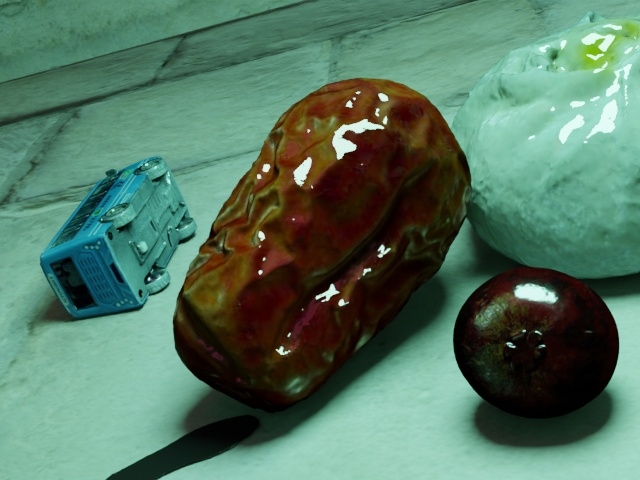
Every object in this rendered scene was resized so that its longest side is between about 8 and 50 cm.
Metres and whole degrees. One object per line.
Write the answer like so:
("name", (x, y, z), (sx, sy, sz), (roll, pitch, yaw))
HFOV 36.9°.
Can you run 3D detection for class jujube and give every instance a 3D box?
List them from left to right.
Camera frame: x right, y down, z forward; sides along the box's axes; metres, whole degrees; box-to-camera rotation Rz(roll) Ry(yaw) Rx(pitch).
("jujube", (0.000, 0.000, 0.911), (0.216, 0.216, 0.342), (16, 64, 51))

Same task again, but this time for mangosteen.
("mangosteen", (0.175, 0.081, 0.781), (0.140, 0.140, 0.140), (-14, 24, 7))

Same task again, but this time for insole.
("insole", (-0.126, 0.193, 0.866), (0.152, 0.002, 0.053), (-25, 25, -16))

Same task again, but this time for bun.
("bun", (0.304, -0.115, 0.988), (0.361, 0.211, 0.362), (-14, 26, 7))

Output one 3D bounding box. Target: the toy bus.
("toy bus", (-0.259, -0.009, 1.251), (0.134, 0.114, 0.246), (-16, 25, 16))
